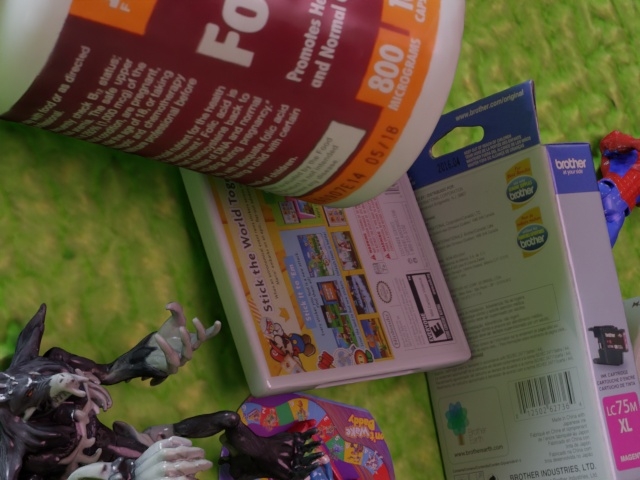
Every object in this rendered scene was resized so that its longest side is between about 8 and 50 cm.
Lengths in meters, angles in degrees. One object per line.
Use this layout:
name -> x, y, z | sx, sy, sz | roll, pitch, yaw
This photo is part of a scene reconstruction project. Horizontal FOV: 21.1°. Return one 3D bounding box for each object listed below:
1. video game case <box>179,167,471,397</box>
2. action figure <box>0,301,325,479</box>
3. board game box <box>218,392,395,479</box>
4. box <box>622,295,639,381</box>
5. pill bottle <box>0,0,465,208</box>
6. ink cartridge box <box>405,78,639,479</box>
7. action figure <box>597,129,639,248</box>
video game case -> 0.000, 0.000, 1.309 | 0.206, 0.026, 0.227 | -5, 69, -40
action figure -> -0.114, 0.123, 1.131 | 0.275, 0.141, 0.164 | 25, 48, -30
board game box -> 0.002, 0.179, 1.284 | 0.168, 0.033, 0.133 | 18, 67, -35
box -> 0.260, 0.116, 1.467 | 0.087, 0.102, 0.101 | 38, 57, -28
pill bottle -> -0.120, -0.170, 1.143 | 0.392, 0.224, 0.224 | 14, 69, -29
ink cartridge box -> 0.150, 0.047, 1.340 | 0.065, 0.185, 0.311 | -8, 82, -38
action figure -> 0.270, -0.030, 1.499 | 0.091, 0.139, 0.280 | 56, 48, -14
